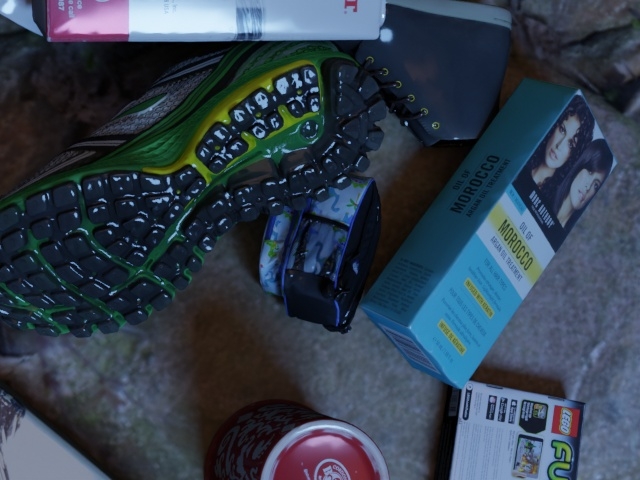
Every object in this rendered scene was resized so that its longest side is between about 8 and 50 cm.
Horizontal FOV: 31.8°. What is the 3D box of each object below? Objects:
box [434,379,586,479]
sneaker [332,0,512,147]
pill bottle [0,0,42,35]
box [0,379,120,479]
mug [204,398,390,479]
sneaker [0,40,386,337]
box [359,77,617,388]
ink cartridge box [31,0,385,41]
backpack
[{"bbox_3d":[0.148,0.226,0.920,0.114,0.036,0.207,13,78,-12],"label":"box"},{"bbox_3d":[0.053,-0.139,0.924,0.222,0.083,0.118,2,88,-11],"label":"sneaker"},{"bbox_3d":[-0.193,-0.269,0.844,0.121,0.121,0.216,32,94,-8],"label":"pill bottle"},{"bbox_3d":[-0.234,0.170,0.806,0.275,0.094,0.113,40,76,-6],"label":"box"},{"bbox_3d":[-0.001,0.183,0.823,0.150,0.169,0.113,35,76,-7],"label":"mug"},{"bbox_3d":[-0.121,-0.046,0.855,0.343,0.146,0.134,-27,124,-2],"label":"sneaker"},{"bbox_3d":[0.142,-0.008,0.917,0.244,0.060,0.100,-53,132,-14],"label":"box"},{"bbox_3d":[-0.077,-0.230,0.777,0.237,0.100,0.172,-4,109,-19],"label":"ink cartridge box"},{"bbox_3d":[0.000,0.000,0.882,0.084,0.105,0.114,17,71,10],"label":"backpack"}]
